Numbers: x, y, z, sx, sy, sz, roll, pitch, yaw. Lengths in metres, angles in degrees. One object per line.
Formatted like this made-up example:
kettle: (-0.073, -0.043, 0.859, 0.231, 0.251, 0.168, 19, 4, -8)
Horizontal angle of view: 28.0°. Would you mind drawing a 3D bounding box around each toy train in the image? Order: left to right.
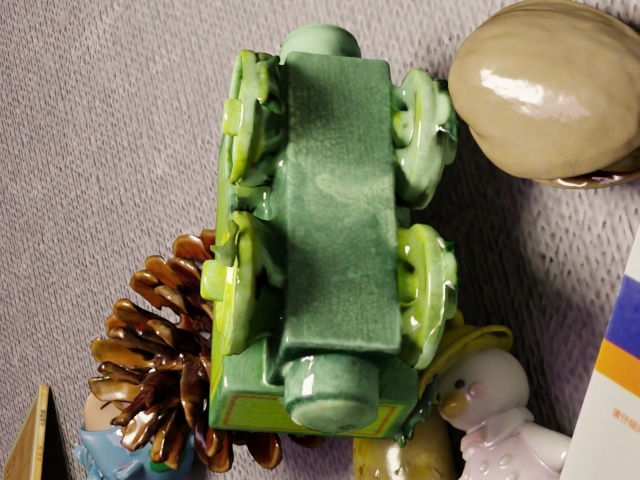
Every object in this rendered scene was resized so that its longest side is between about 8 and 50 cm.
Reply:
toy train: (0.000, 0.000, 0.821, 0.188, 0.159, 0.271, 112, 160, -60)

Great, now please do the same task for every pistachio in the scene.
pistachio: (0.143, -0.084, 0.745, 0.149, 0.113, 0.113, 18, 110, 34)

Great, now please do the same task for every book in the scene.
book: (-0.334, 0.303, 1.418, 0.241, 0.018, 0.170, -96, 28, -45)

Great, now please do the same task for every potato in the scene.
potato: (0.060, 0.160, 0.906, 0.091, 0.070, 0.137, 130, 128, -65)

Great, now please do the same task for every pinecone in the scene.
pinecone: (-0.085, 0.092, 0.998, 0.208, 0.208, 0.207, 10, 103, 52)

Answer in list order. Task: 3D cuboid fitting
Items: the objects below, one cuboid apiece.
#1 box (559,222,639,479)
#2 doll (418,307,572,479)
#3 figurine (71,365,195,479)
box: (0.225, 0.155, 0.648, 0.200, 0.106, 0.299, 33, 118, 46)
doll: (0.118, 0.136, 0.821, 0.129, 0.081, 0.207, -45, 59, 49)
figurine: (-0.187, 0.176, 1.221, 0.178, 0.114, 0.144, -34, 66, 59)
